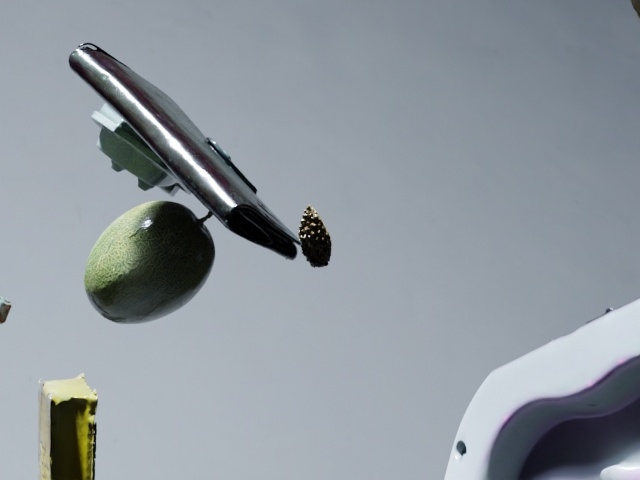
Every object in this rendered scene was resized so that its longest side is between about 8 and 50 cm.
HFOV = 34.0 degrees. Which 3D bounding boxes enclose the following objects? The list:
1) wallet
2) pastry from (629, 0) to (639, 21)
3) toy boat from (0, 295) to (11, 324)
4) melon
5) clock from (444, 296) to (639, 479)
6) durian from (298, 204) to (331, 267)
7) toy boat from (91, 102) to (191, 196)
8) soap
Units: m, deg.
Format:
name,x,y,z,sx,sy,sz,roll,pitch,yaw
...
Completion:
name,x,y,z,sx,sy,sz,roll,pitch,yaw
wallet,-0.144,-0.099,1.170,0.045,0.172,0.318,-49,58,7
pastry,0.280,-0.101,0.520,0.132,0.235,0.240,-15,91,-17
toy boat,-0.528,0.084,1.495,0.115,0.262,0.114,18,89,13
melon,-0.208,0.024,1.304,0.192,0.139,0.139,-38,69,8
clock,0.173,0.193,0.490,0.102,0.338,0.339,12,53,-26
durian,-0.010,0.001,1.709,0.052,0.130,0.066,-18,36,-2
toy boat,-0.252,-0.129,1.464,0.141,0.319,0.092,35,86,4
soap,-0.370,0.318,1.509,0.076,0.135,0.233,2,95,-22
